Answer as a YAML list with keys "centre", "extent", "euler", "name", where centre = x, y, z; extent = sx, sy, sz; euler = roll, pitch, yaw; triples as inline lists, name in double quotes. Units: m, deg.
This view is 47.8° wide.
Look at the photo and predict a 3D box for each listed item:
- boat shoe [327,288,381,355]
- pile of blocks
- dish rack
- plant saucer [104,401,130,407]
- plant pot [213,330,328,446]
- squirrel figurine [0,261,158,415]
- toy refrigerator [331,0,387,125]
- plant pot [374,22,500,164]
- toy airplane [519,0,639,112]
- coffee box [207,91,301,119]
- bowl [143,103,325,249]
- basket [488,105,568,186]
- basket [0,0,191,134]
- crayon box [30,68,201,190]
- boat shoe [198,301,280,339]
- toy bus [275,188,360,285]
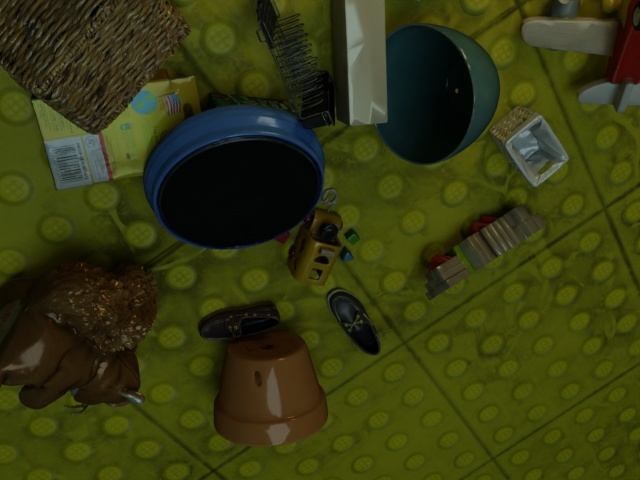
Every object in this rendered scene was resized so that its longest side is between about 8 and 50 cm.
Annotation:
- centre: [0.096, 0.218, 1.915]
  extent: [0.081, 0.068, 0.227]
  euler: [-35, 124, 4]
  name: "boat shoe"
- centre: [0.408, 0.013, 1.890]
  extent: [0.362, 0.149, 0.112]
  euler: [-31, 81, -9]
  name: "pile of blocks"
- centre: [-0.050, -0.370, 1.447]
  extent: [0.074, 0.208, 0.271]
  euler: [-19, 123, 12]
  name: "dish rack"
- centre: [-0.520, 0.392, 1.854]
  extent: [0.083, 0.015, 0.083]
  euler: [-8, 122, -13]
  name: "plant saucer"
- centre: [-0.129, 0.356, 1.818]
  extent: [0.291, 0.291, 0.203]
  euler: [-6, 105, -15]
  name: "plant pot"
- centre: [-0.519, 0.230, 1.614]
  extent: [0.397, 0.281, 0.370]
  euler: [-42, 129, 12]
  name: "squirrel figurine"
- centre: [0.085, -0.382, 1.504]
  extent: [0.094, 0.102, 0.269]
  euler: [-8, 109, -13]
  name: "toy refrigerator"
- centre: [0.271, -0.321, 1.554]
  extent: [0.195, 0.290, 0.290]
  euler: [-18, 128, -39]
  name: "plant pot"
- centre: [0.704, -0.477, 1.614]
  extent: [0.386, 0.272, 0.384]
  euler: [23, 149, -37]
  name: "toy airplane"
- centre: [-0.140, -0.272, 1.525]
  extent: [0.184, 0.113, 0.040]
  euler: [4, 115, -18]
  name: "coffee box"
- centre: [-0.175, -0.119, 1.542]
  extent: [0.391, 0.077, 0.391]
  euler: [-11, 144, -8]
  name: "bowl"
- centre: [0.503, -0.233, 1.758]
  extent: [0.113, 0.103, 0.167]
  euler: [-40, 124, 8]
  name: "basket"
- centre: [-0.434, -0.384, 1.330]
  extent: [0.299, 0.213, 0.223]
  euler: [-51, 163, -1]
  name: "basket"
- centre: [-0.402, -0.231, 1.483]
  extent: [0.319, 0.081, 0.202]
  euler: [-10, 122, -11]
  name: "crayon box"
- centre: [-0.203, 0.209, 1.814]
  extent: [0.207, 0.073, 0.073]
  euler: [-17, 124, -6]
  name: "boat shoe"
- centre: [0.000, 0.011, 1.741]
  extent: [0.191, 0.104, 0.202]
  euler: [-28, 124, -1]
  name: "toy bus"
